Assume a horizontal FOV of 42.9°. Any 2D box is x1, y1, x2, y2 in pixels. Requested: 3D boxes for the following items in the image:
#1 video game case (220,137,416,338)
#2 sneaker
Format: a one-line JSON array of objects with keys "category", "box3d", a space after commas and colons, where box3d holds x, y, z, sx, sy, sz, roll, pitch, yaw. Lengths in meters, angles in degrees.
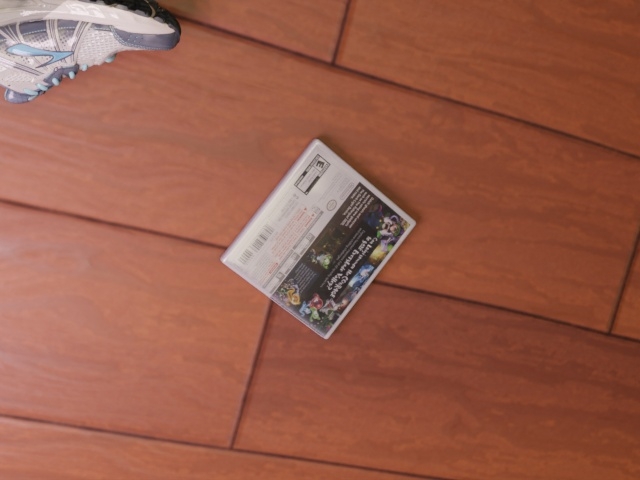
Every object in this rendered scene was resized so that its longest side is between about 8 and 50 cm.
[{"category": "video game case", "box3d": [0.000, 0.000, 1.014, 0.173, 0.022, 0.190, 39, 87, -18]}, {"category": "sneaker", "box3d": [-0.292, -0.211, 0.864, 0.283, 0.110, 0.122, 0, 118, -14]}]
